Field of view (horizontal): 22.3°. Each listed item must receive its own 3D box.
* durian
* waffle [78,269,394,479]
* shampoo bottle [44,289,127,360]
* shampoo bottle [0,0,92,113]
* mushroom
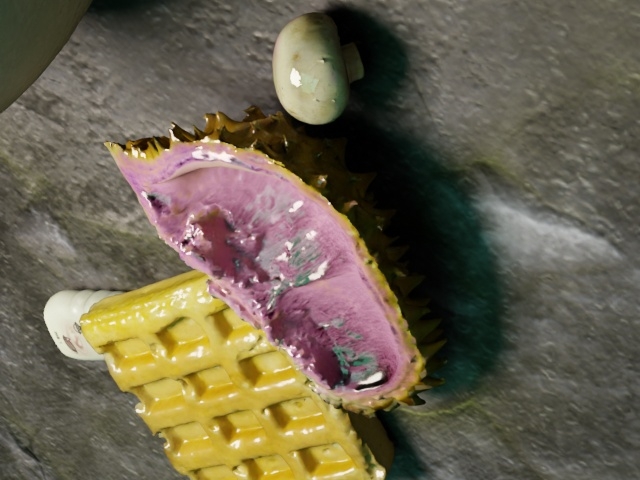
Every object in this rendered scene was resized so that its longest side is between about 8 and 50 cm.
[{"bbox_3d":[0.000,0.001,1.307,0.191,0.112,0.341,-27,113,40],"label":"durian"},{"bbox_3d":[-0.075,0.134,1.494,0.221,0.055,0.248,-16,115,35],"label":"waffle"},{"bbox_3d":[-0.197,0.081,1.581,0.152,0.045,0.077,-4,119,36],"label":"shampoo bottle"},{"bbox_3d":[-0.333,-0.231,1.226,0.322,0.317,0.322,32,147,25],"label":"shampoo bottle"},{"bbox_3d":[-0.002,-0.129,1.218,0.083,0.067,0.083,167,90,-84],"label":"mushroom"}]
